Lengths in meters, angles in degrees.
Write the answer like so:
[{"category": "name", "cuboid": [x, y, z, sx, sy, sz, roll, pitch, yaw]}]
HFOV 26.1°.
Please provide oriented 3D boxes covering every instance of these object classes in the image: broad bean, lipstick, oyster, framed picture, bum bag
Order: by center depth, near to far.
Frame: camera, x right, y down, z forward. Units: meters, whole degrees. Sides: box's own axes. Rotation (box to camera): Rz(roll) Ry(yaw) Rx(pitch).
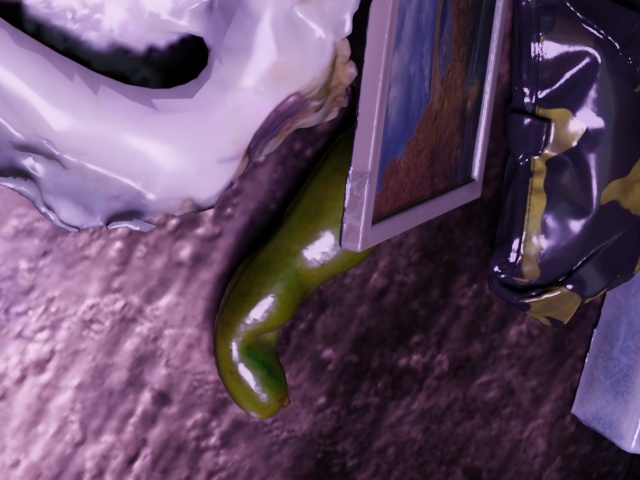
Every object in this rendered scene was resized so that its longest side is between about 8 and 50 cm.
[{"category": "oyster", "cuboid": [-0.103, -0.138, 0.628, 0.238, 0.115, 0.351, -48, 130, 6]}, {"category": "framed picture", "cuboid": [0.066, -0.130, 0.729, 0.184, 0.016, 0.250, -21, 121, -62]}, {"category": "broad bean", "cuboid": [0.000, 0.000, 0.778, 0.070, 0.048, 0.214, 27, 92, -29]}, {"category": "bum bag", "cuboid": [0.157, -0.059, 0.835, 0.106, 0.060, 0.233, -2, 105, -18]}, {"category": "lipstick", "cuboid": [0.244, -0.001, 0.893, 0.077, 0.076, 0.290, 7, 105, -32]}]
